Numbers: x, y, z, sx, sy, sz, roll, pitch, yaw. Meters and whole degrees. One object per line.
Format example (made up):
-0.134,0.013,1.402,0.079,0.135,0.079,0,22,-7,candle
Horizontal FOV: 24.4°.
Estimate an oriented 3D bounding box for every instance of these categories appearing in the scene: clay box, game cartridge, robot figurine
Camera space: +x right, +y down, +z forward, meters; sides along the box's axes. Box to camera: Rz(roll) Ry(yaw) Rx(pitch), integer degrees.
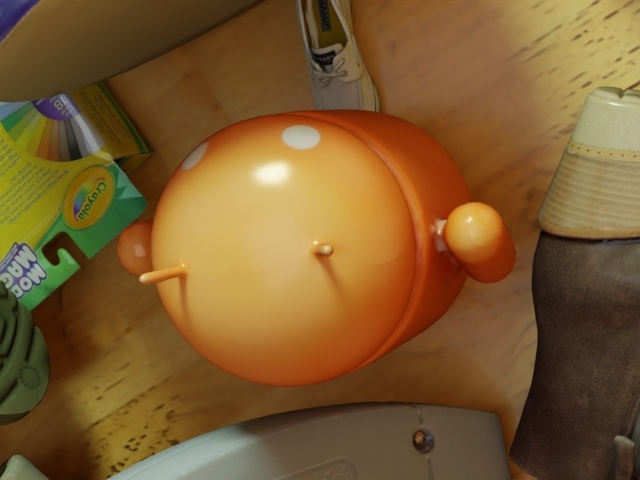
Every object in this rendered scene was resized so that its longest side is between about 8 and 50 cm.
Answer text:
-0.195,-0.074,0.854,0.127,0.053,0.222,-39,84,21,clay box
-0.014,0.184,0.708,0.060,0.294,0.196,-3,97,49,game cartridge
0.002,-0.001,0.705,0.158,0.219,0.128,36,106,13,robot figurine

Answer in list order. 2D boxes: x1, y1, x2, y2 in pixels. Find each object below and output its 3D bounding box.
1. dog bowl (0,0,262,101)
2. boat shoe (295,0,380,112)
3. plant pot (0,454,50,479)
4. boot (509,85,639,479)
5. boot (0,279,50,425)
-0.069,-0.174,0.688,0.265,0.265,0.104,-31,87,19,dog bowl
0.006,-0.097,0.791,0.035,0.035,0.100,-10,92,20,boat shoe
-0.158,0.323,0.775,0.280,0.323,0.323,41,107,-7,plant pot
0.222,0.044,0.715,0.248,0.090,0.207,13,107,20,boot
-0.311,0.078,0.868,0.236,0.089,0.269,34,135,-14,boot
